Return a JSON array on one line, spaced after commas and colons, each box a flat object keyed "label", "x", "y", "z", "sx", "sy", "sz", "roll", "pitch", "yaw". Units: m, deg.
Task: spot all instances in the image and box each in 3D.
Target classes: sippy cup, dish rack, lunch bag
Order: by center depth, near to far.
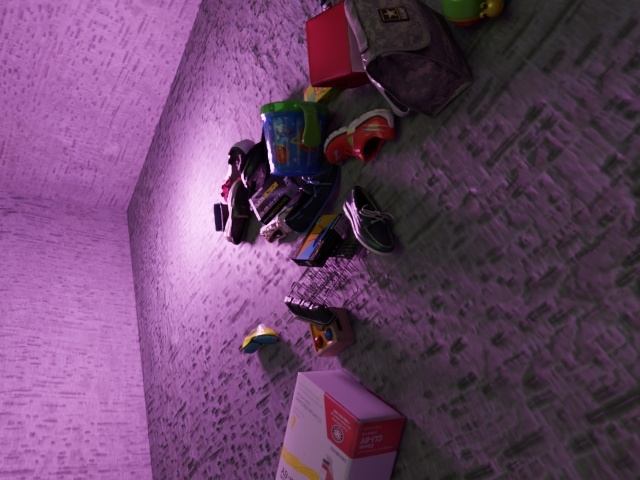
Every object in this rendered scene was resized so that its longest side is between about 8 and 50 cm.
[{"label": "lunch bag", "x": 0.197, "y": -0.467, "z": 1.048, "sx": 0.169, "sy": 0.286, "sz": 0.236, "roll": -40, "pitch": 51, "yaw": 42}, {"label": "dish rack", "x": 0.019, "y": 0.110, "z": 1.299, "sx": 0.208, "sy": 0.074, "sz": 0.272, "roll": 3, "pitch": 54, "yaw": 54}, {"label": "sippy cup", "x": -0.086, "y": -0.333, "z": 1.479, "sx": 0.239, "sy": 0.305, "sz": 0.225, "roll": 1, "pitch": 95, "yaw": 13}]

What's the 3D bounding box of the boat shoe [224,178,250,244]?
[{"label": "boat shoe", "x": -0.344, "y": -0.116, "z": 1.875, "sx": 0.092, "sy": 0.102, "sz": 0.286, "roll": 29, "pitch": 110, "yaw": 47}]

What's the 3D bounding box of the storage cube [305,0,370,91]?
[{"label": "storage cube", "x": 0.090, "y": -0.556, "z": 1.268, "sx": 0.193, "sy": 0.183, "sz": 0.215, "roll": 7, "pitch": 106, "yaw": 54}]

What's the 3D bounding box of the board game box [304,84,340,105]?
[{"label": "board game box", "x": 0.013, "y": -0.526, "z": 1.517, "sx": 0.181, "sy": 0.043, "sz": 0.092, "roll": -30, "pitch": 59, "yaw": 47}]

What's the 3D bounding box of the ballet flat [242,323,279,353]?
[{"label": "ballet flat", "x": -0.226, "y": 0.357, "z": 1.632, "sx": 0.231, "sy": 0.077, "sz": 0.077, "roll": -38, "pitch": 37, "yaw": 46}]

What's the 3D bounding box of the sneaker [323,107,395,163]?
[{"label": "sneaker", "x": 0.108, "y": -0.281, "z": 1.289, "sx": 0.279, "sy": 0.107, "sz": 0.119, "roll": -26, "pitch": 71, "yaw": 51}]

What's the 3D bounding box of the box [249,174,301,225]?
[{"label": "box", "x": -0.171, "y": -0.171, "z": 1.613, "sx": 0.191, "sy": 0.045, "sz": 0.184, "roll": -45, "pitch": 37, "yaw": 9}]

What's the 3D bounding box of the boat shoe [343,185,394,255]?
[{"label": "boat shoe", "x": 0.139, "y": -0.059, "z": 1.206, "sx": 0.255, "sy": 0.095, "sz": 0.079, "roll": -112, "pitch": 34, "yaw": -48}]

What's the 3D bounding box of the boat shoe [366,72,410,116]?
[{"label": "boat shoe", "x": 0.181, "y": -0.412, "z": 1.164, "sx": 0.066, "sy": 0.063, "sz": 0.184, "roll": -28, "pitch": 99, "yaw": 9}]

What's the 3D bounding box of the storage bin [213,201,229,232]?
[{"label": "storage bin", "x": -0.423, "y": -0.104, "z": 1.966, "sx": 0.098, "sy": 0.090, "sz": 0.135, "roll": -5, "pitch": 90, "yaw": 53}]

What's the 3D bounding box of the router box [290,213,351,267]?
[{"label": "router box", "x": 0.000, "y": 0.000, "z": 1.348, "sx": 0.133, "sy": 0.046, "sz": 0.179, "roll": -2, "pitch": 49, "yaw": 54}]

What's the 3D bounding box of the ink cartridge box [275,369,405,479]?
[{"label": "ink cartridge box", "x": 0.033, "y": 0.580, "z": 1.147, "sx": 0.279, "sy": 0.160, "sz": 0.386, "roll": 17, "pitch": 97, "yaw": 54}]

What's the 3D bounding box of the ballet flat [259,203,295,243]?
[{"label": "ballet flat", "x": -0.139, "y": -0.056, "z": 1.609, "sx": 0.241, "sy": 0.091, "sz": 0.077, "roll": -33, "pitch": 87, "yaw": 50}]

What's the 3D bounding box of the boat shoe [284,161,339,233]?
[{"label": "boat shoe", "x": -0.026, "y": -0.147, "z": 1.401, "sx": 0.109, "sy": 0.089, "sz": 0.259, "roll": 7, "pitch": 69, "yaw": 59}]

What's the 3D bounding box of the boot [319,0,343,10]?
[{"label": "boot", "x": 0.059, "y": -0.736, "z": 1.432, "sx": 0.095, "sy": 0.123, "sz": 0.259, "roll": -43, "pitch": 50, "yaw": 41}]

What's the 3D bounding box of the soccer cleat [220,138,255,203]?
[{"label": "soccer cleat", "x": -0.353, "y": -0.299, "z": 1.933, "sx": 0.143, "sy": 0.115, "sz": 0.331, "roll": -54, "pitch": -8, "yaw": -45}]

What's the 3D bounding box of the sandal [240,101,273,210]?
[{"label": "sandal", "x": -0.257, "y": -0.342, "z": 1.770, "sx": 0.167, "sy": 0.106, "sz": 0.447, "roll": -178, "pitch": 98, "yaw": -67}]

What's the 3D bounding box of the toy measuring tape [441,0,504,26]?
[{"label": "toy measuring tape", "x": 0.314, "y": -0.604, "z": 1.056, "sx": 0.122, "sy": 0.121, "sz": 0.330, "roll": -57, "pitch": 42, "yaw": 29}]

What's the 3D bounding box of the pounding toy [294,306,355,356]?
[{"label": "pounding toy", "x": 0.010, "y": 0.262, "z": 1.299, "sx": 0.130, "sy": 0.100, "sz": 0.141, "roll": -46, "pitch": 48, "yaw": 38}]
